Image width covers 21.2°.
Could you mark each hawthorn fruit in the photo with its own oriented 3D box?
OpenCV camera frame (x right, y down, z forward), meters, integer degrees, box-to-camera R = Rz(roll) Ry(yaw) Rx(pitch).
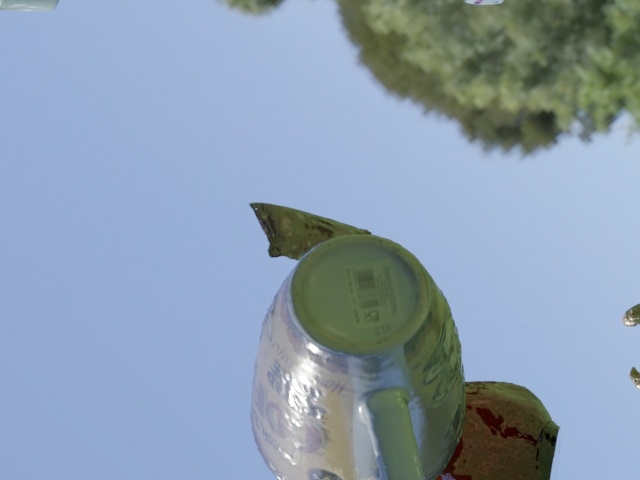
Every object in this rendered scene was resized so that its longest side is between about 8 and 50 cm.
[{"bbox_3d":[0.166,0.267,2.025,0.249,0.215,0.215,4,-145,-13],"label":"hawthorn fruit"}]

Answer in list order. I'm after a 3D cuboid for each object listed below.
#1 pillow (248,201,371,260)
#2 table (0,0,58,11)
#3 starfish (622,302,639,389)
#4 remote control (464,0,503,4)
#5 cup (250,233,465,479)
[{"bbox_3d":[0.000,0.000,2.269,0.185,0.043,0.118,11,-144,-24],"label":"pillow"},{"bbox_3d":[-0.475,-0.376,2.333,0.220,0.126,0.126,-3,-133,-27],"label":"table"},{"bbox_3d":[0.440,0.111,1.860,0.238,0.216,0.071,46,163,-21],"label":"starfish"},{"bbox_3d":[0.246,-0.365,2.405,0.166,0.065,0.029,124,143,-75],"label":"remote control"},{"bbox_3d":[0.044,0.150,1.681,0.257,0.227,0.301,84,169,-59],"label":"cup"}]
